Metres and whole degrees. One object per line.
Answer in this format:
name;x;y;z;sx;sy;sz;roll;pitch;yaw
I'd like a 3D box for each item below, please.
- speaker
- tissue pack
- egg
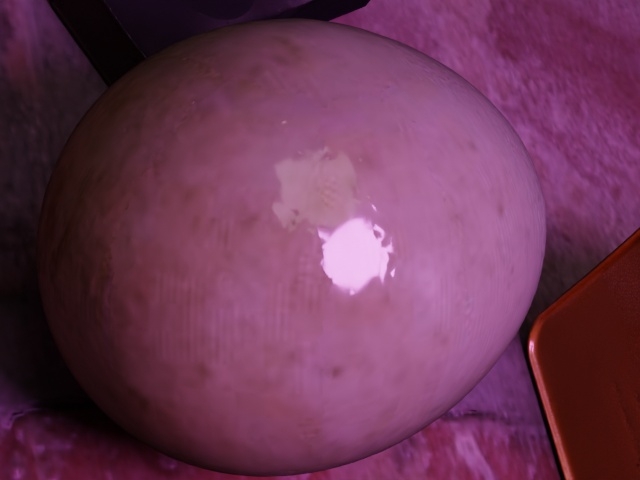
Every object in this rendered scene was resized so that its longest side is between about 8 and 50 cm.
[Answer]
speaker;-0.055;-0.157;0.993;0.218;0.044;0.082;-27;77;-41
tissue pack;0.286;0.105;0.977;0.275;0.145;0.194;5;60;-32
egg;0.000;0.000;0.809;0.295;0.218;0.218;-8;66;-45
